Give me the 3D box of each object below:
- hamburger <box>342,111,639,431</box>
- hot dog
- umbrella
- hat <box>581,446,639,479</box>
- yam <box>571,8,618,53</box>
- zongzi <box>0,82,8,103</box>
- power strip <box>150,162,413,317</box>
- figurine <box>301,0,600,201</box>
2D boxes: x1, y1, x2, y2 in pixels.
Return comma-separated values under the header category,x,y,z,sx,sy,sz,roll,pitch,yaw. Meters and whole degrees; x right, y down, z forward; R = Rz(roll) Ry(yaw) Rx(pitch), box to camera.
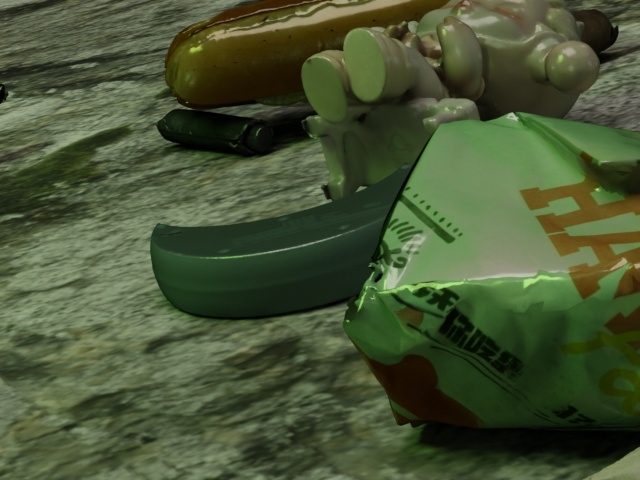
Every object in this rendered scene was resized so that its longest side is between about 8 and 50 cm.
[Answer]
category,x,y,z,sx,sy,sz,roll,pitch,yaw
hamburger,0.143,0.011,0.927,0.214,0.125,0.235,2,25,22
hot dog,0.037,-0.165,1.561,0.337,0.100,0.135,-13,0,-5
umbrella,-0.087,-0.089,1.557,0.133,0.031,0.036,10,53,49
hat,0.154,0.134,0.608,0.219,0.164,0.226,-19,57,-23
yam,0.154,-0.140,1.530,0.046,0.046,0.264,6,25,45
zongzi,-0.362,-0.075,1.553,0.242,0.112,0.221,-15,16,-13
power strip,0.000,0.000,1.184,0.216,0.044,0.137,-13,17,-3
figurine,0.112,-0.113,1.348,0.256,0.144,0.182,-31,5,-42
